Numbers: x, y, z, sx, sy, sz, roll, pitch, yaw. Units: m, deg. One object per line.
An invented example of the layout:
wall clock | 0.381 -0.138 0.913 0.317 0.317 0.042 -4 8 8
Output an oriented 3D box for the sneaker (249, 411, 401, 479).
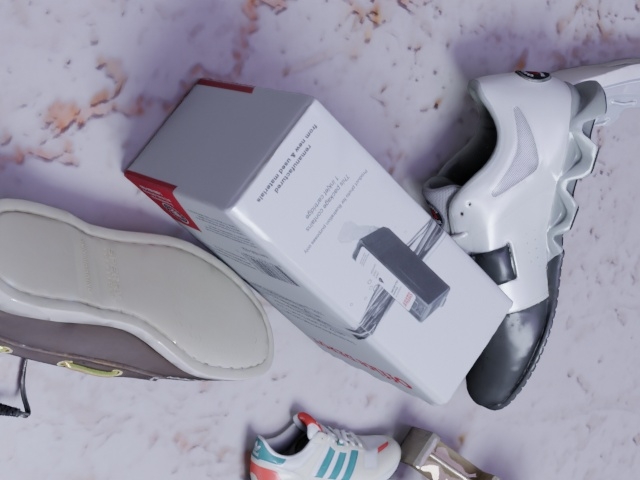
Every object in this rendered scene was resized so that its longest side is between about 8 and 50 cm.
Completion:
sneaker | 0.007 0.195 1.188 0.161 0.057 0.075 -10 111 -27

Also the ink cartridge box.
ink cartridge box | 0.000 0.000 1.059 0.273 0.197 0.114 44 77 -31

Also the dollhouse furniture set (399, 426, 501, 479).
dollhouse furniture set | 0.130 0.289 1.263 0.184 0.129 0.129 37 80 -7

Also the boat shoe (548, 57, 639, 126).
boat shoe | 0.285 -0.145 1.289 0.184 0.066 0.063 -16 107 -38

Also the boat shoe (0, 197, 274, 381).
boat shoe | -0.170 0.056 1.023 0.324 0.097 0.116 21 51 -47

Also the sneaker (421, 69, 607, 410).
sneaker | 0.156 -0.002 1.217 0.146 0.122 0.330 8 101 -12

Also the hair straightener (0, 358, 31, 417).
hair straightener | -0.290 0.053 0.981 0.089 0.047 0.230 -46 120 -15
